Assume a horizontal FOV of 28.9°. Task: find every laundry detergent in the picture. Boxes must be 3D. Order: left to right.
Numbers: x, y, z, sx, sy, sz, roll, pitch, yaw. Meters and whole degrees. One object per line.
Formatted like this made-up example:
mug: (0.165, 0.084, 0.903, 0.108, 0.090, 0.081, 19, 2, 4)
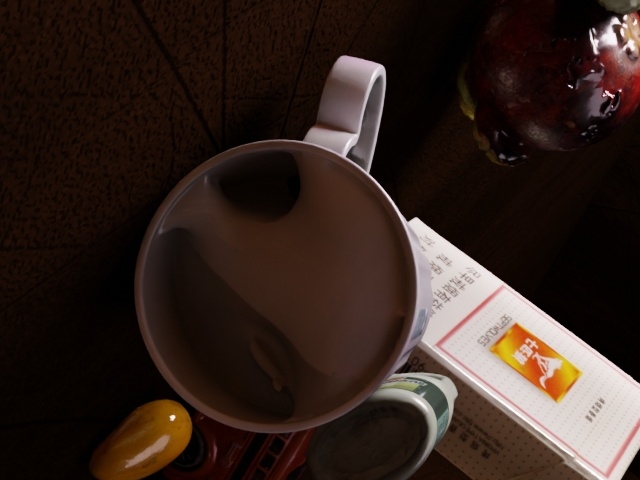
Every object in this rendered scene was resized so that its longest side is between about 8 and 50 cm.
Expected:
laundry detergent: (0.059, 0.141, 0.965, 0.099, 0.070, 0.226, -38, 172, 11)

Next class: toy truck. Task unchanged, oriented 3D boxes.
toy truck: (-0.029, 0.110, 1.014, 0.107, 0.114, 0.252, -28, 153, -58)

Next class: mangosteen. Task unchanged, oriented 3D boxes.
mangosteen: (0.193, -0.144, 1.076, 0.180, 0.166, 0.166, -33, -176, 43)

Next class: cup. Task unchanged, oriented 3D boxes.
cup: (0.009, 0.013, 0.801, 0.221, 0.167, 0.202, -46, 170, 5)

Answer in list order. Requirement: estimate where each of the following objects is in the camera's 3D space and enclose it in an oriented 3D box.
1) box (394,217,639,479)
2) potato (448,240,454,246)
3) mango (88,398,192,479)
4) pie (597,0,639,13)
box: (0.162, 0.130, 1.234, 0.210, 0.330, 0.095, -31, 154, -57)
potato: (0.149, 0.036, 1.569, 0.051, 0.040, 0.083, -37, 158, -35)
mango: (-0.135, 0.151, 0.921, 0.089, 0.046, 0.060, -23, 147, -41)
pie: (0.279, -0.327, 0.949, 0.306, 0.071, 0.306, -48, 149, -41)
